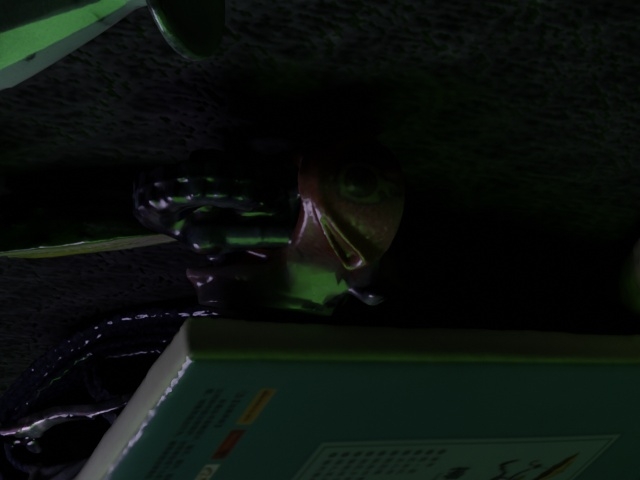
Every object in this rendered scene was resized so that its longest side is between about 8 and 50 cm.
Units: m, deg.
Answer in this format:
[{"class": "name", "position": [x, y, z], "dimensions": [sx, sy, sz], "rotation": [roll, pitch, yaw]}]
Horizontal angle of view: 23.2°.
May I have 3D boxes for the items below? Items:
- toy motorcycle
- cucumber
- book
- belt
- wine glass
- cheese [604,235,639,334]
[{"class": "toy motorcycle", "position": [0.000, 0.000, 0.743], "dimensions": [0.118, 0.084, 0.212], "rotation": [-8, 163, 18]}, {"class": "cucumber", "position": [-0.111, -0.012, 0.780], "dimensions": [0.107, 0.035, 0.067], "rotation": [-6, 174, 14]}, {"class": "book", "position": [0.040, 0.128, 0.858], "dimensions": [0.379, 0.031, 0.264], "rotation": [4, 142, -34]}, {"class": "belt", "position": [-0.090, 0.113, 0.938], "dimensions": [0.231, 0.139, 0.126], "rotation": [-16, 152, 23]}, {"class": "wine glass", "position": [-0.117, -0.080, 0.570], "dimensions": [0.155, 0.073, 0.073], "rotation": [-7, 155, 21]}, {"class": "cheese", "position": [0.195, 0.002, 0.788], "dimensions": [0.065, 0.043, 0.194], "rotation": [-5, 157, -7]}]
